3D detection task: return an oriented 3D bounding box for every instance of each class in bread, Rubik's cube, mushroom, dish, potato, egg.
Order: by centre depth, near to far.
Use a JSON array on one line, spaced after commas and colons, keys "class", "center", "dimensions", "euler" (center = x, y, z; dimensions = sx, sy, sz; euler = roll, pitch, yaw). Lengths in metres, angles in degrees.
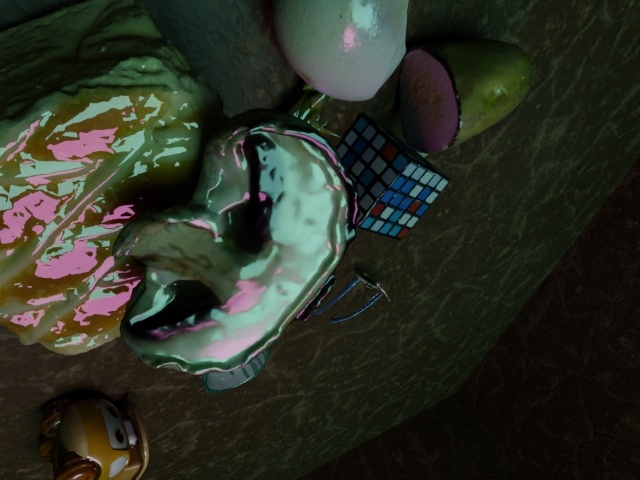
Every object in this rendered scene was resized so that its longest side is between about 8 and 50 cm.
[{"class": "mushroom", "center": [-0.103, 0.004, 0.520], "dimensions": [0.247, 0.130, 0.344], "euler": [16, 115, -21]}, {"class": "bread", "center": [-0.306, -0.069, 0.600], "dimensions": [0.390, 0.279, 0.371], "euler": [-28, 141, -13]}, {"class": "egg", "center": [0.041, -0.334, 0.645], "dimensions": [0.206, 0.162, 0.271], "euler": [-11, 115, -14]}, {"class": "potato", "center": [0.314, -0.318, 0.917], "dimensions": [0.265, 0.229, 0.229], "euler": [-20, 140, -19]}, {"class": "Rubik's cube", "center": [0.138, -0.136, 0.983], "dimensions": [0.182, 0.187, 0.184], "euler": [13, 123, -48]}, {"class": "dish", "center": [-0.239, 0.329, 1.251], "dimensions": [0.246, 0.078, 0.224], "euler": [-41, 144, 5]}]

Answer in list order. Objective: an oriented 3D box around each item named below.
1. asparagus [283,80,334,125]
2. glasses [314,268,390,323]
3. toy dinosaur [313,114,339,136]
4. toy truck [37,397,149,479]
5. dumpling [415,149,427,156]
[{"class": "asparagus", "center": [0.004, -0.282, 0.803], "dimensions": [0.080, 0.080, 0.287], "euler": [17, 123, -49]}, {"class": "glasses", "center": [0.091, 0.176, 1.408], "dimensions": [0.220, 0.088, 0.189], "euler": [-27, 148, 18]}, {"class": "toy dinosaur", "center": [-0.003, -0.234, 0.887], "dimensions": [0.113, 0.026, 0.041], "euler": [3, 135, -31]}, {"class": "toy truck", "center": [-0.558, 0.515, 1.073], "dimensions": [0.211, 0.204, 0.288], "euler": [-2, 131, -43]}, {"class": "dumpling", "center": [0.258, -0.240, 1.097], "dimensions": [0.077, 0.043, 0.059], "euler": [42, 81, -38]}]
